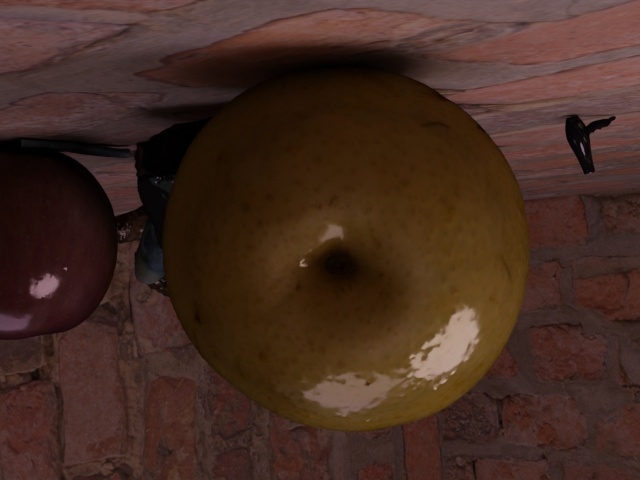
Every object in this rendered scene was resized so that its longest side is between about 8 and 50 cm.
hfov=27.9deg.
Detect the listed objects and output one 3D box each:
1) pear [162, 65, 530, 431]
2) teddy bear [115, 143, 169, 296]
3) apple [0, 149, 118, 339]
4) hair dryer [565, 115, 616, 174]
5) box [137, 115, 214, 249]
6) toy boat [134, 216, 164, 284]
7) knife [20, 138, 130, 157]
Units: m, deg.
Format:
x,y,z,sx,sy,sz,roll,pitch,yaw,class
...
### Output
x,y,z,sx,sy,sz,roll,pitch,yaw,class
0.024,0.007,1.183,0.349,0.348,0.348,-4,179,0,pear
-0.185,-0.020,1.829,0.246,0.222,0.296,-1,178,-10,teddy bear
-0.396,-0.002,1.629,0.306,0.234,0.306,7,-176,0,apple
0.365,-0.137,1.704,0.083,0.079,0.031,-26,-170,-22,hair dryer
-0.006,-0.020,1.489,0.359,0.091,0.350,-7,144,11,box
-0.100,-0.009,1.667,0.215,0.123,0.330,22,132,-34,toy boat
-0.317,-0.119,1.653,0.028,0.015,0.210,4,-178,31,knife
